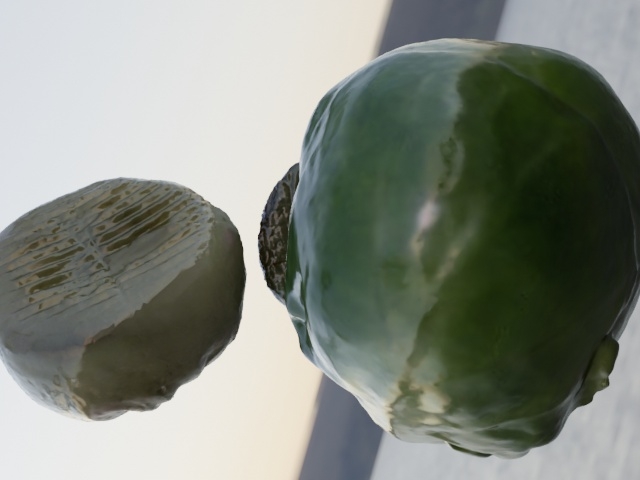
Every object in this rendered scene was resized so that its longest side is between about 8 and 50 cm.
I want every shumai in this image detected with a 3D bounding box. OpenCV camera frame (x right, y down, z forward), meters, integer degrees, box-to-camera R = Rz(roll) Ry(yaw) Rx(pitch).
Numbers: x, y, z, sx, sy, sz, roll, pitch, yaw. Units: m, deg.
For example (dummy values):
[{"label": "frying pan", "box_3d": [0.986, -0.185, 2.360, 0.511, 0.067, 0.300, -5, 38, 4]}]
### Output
[{"label": "shumai", "box_3d": [-0.001, 0.000, 1.351, 0.087, 0.099, 0.123, 172, 107, -82]}]

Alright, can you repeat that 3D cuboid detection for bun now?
[{"label": "bun", "box_3d": [-0.143, 0.046, 1.315, 0.178, 0.193, 0.128, 57, 171, 45]}]

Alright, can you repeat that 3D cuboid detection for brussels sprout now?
[{"label": "brussels sprout", "box_3d": [0.082, 0.005, 0.998, 0.244, 0.244, 0.244, 16, -90, -87]}]
